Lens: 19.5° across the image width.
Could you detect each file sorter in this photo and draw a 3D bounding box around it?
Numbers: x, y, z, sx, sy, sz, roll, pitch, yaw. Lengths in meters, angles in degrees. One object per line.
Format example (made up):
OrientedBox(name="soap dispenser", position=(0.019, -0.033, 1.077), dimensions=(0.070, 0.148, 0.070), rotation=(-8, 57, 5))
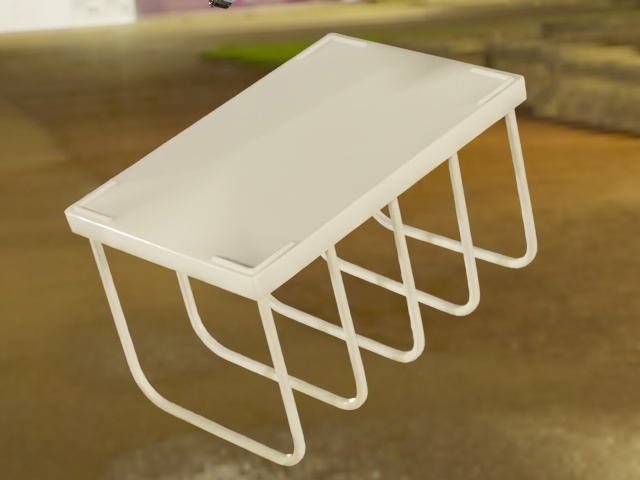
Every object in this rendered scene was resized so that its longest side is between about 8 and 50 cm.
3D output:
OrientedBox(name="file sorter", position=(0.000, 0.000, 1.344), dimensions=(0.193, 0.173, 0.277), rotation=(19, 45, 41))

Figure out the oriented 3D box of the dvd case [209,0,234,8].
OrientedBox(name="dvd case", position=(-0.041, -0.307, 1.249), dimensions=(0.253, 0.180, 0.022), rotation=(-47, -19, 19))
